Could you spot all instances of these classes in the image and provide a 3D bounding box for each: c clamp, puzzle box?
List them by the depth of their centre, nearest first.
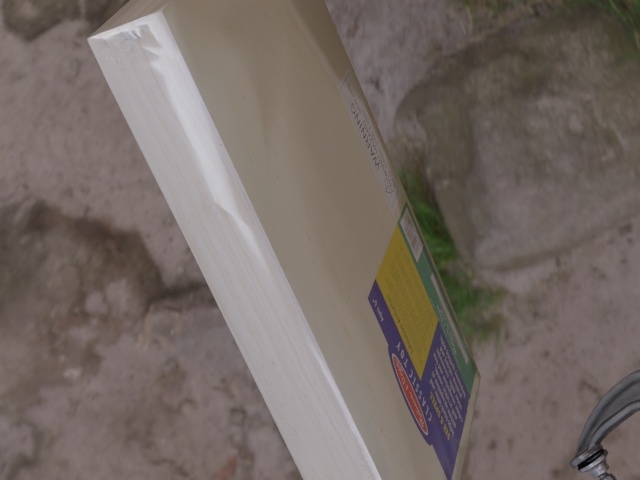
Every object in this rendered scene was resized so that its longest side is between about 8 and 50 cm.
[{"bbox_3d":[0.193,0.156,0.797,0.137,0.022,0.161,-39,76,38],"label":"c clamp"},{"bbox_3d":[0.000,0.000,0.952,0.052,0.272,0.409,-17,110,20],"label":"puzzle box"}]
